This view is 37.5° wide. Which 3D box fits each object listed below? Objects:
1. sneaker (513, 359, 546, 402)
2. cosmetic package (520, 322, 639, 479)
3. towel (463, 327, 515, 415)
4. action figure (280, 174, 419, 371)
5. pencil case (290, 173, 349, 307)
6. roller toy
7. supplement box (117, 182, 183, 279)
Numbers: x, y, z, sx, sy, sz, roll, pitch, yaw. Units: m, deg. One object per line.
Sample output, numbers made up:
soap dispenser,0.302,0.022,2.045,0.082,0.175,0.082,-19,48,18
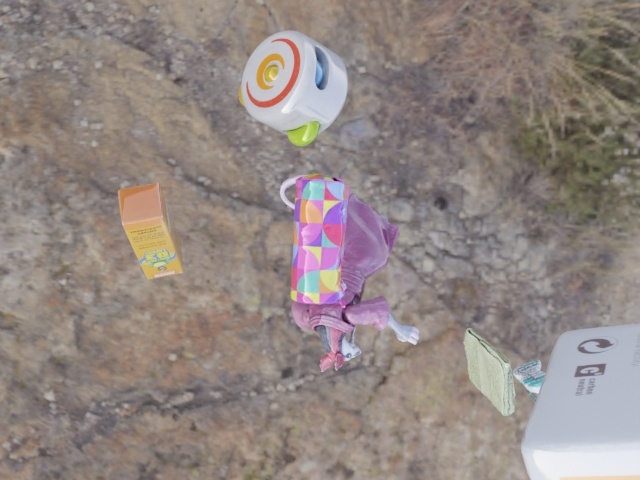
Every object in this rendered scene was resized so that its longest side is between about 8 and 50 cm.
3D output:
sneaker,0.442,0.300,1.941,0.065,0.166,0.076,-22,98,9
cosmetic package,0.368,0.161,0.528,0.161,0.453,0.230,-43,120,-60
towel,0.279,0.218,1.567,0.027,0.110,0.148,-31,135,-16
action figure,0.049,0.081,1.873,0.276,0.248,0.370,55,36,-50
pencil case,0.000,0.000,1.675,0.104,0.104,0.236,-6,102,-38
roller toy,-0.058,-0.311,1.870,0.146,0.209,0.191,20,108,-47
supplement box,-0.309,-0.013,1.739,0.078,0.233,0.080,-11,65,-3
